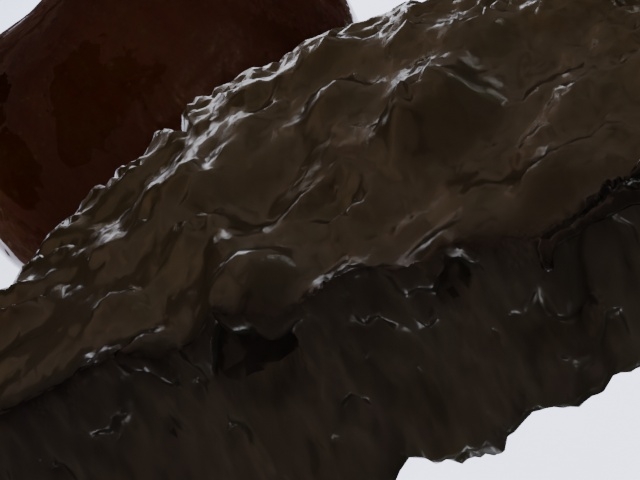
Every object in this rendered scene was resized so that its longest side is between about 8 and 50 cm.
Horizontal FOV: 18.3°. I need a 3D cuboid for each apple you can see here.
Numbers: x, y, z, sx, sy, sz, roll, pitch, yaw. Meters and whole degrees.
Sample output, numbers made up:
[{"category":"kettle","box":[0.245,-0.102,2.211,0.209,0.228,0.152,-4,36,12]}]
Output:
[{"category":"apple","box":[-0.106,-0.090,1.268,0.272,0.251,0.206,-42,-71,8]}]

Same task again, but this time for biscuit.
[{"category":"biscuit","box":[0.000,0.000,0.612,0.281,0.084,0.179,-26,-143,12]}]
